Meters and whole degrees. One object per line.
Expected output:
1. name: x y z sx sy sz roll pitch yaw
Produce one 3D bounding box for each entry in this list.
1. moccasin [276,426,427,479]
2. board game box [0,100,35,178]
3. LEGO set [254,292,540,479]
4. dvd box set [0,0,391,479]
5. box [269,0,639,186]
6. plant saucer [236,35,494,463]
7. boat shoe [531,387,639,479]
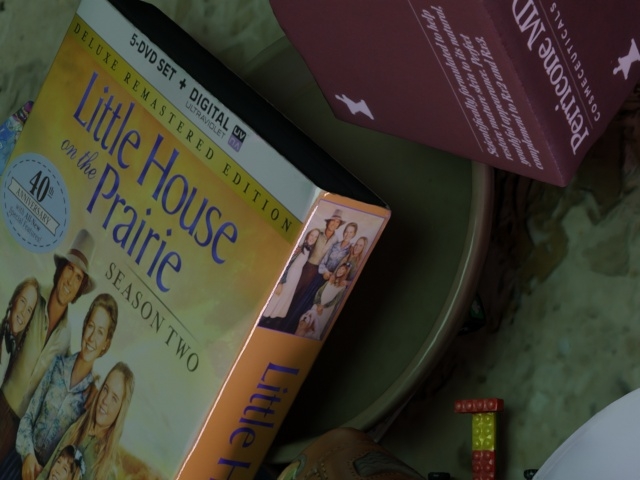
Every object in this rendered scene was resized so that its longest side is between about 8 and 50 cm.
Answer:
1. moccasin: -0.038 0.282 1.068 0.147 0.139 0.380 46 125 54
2. board game box: -0.217 -0.037 1.366 0.090 0.020 0.090 -39 60 24
3. LEGO set: 0.039 0.150 1.104 0.182 0.060 0.244 45 106 32
4. dvd box set: -0.145 0.087 1.199 0.307 0.062 0.420 44 112 46
5. box: 0.094 -0.171 1.024 0.167 0.168 0.203 20 64 38
6. plant saucer: 0.000 0.000 1.156 0.278 0.041 0.277 -19 61 39
7. boat shoe: 0.143 0.193 0.981 0.113 0.105 0.306 30 107 20
